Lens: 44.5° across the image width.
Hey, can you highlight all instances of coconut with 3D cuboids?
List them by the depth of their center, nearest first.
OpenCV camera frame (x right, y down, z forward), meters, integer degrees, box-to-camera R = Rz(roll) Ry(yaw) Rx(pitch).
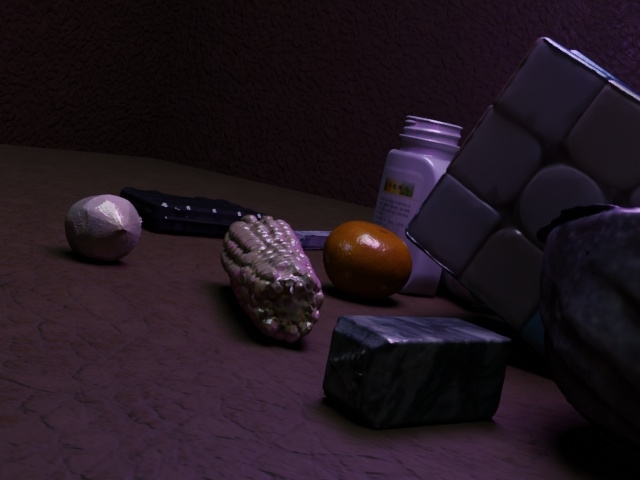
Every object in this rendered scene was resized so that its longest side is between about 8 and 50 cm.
[{"bbox_3d":[-0.330,-0.019,1.208,0.110,0.110,0.124,5,2,-40],"label":"coconut"}]

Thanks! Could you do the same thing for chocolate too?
[{"bbox_3d":[0.341,0.116,0.759,0.303,0.213,0.303,19,-19,7],"label":"chocolate"}]

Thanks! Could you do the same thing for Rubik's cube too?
[{"bbox_3d":[0.400,-0.042,1.144,0.347,0.346,0.344,44,24,23],"label":"Rubik's cube"}]

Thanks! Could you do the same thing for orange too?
[{"bbox_3d":[0.078,0.037,1.329,0.156,0.124,0.156,24,17,-8],"label":"orange"}]

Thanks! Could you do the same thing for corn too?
[{"bbox_3d":[-0.072,0.048,1.070,0.127,0.126,0.335,10,11,-11],"label":"corn"}]

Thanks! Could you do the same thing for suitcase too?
[{"bbox_3d":[-0.278,-0.057,1.723,0.286,0.066,0.206,5,9,-40],"label":"suitcase"}]

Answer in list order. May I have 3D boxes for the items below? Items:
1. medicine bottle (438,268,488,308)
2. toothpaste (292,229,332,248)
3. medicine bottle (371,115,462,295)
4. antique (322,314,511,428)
[{"bbox_3d":[0.292,0.045,1.517,0.145,0.144,0.252,10,5,-11],"label":"medicine bottle"},{"bbox_3d":[0.000,0.000,1.816,0.047,0.040,0.196,21,12,33],"label":"toothpaste"},{"bbox_3d":[0.181,-0.069,1.491,0.124,0.324,0.179,7,8,-28],"label":"medicine bottle"},{"bbox_3d":[0.093,0.127,0.783,0.183,0.088,0.086,6,8,-37],"label":"antique"}]
